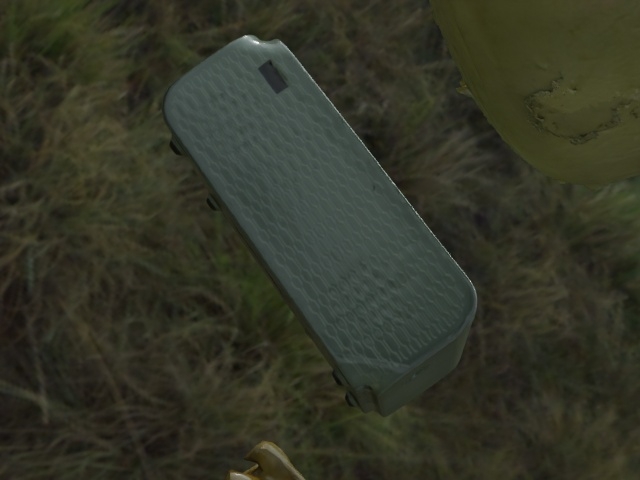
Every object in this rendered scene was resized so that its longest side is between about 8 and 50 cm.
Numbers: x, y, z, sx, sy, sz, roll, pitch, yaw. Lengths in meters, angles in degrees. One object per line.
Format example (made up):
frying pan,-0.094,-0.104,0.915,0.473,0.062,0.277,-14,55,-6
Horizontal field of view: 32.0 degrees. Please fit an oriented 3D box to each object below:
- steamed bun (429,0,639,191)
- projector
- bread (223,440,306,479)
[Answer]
steamed bun,0.179,-0.157,0.670,0.166,0.232,0.273,-65,134,-68
projector,0.000,0.000,0.805,0.108,0.198,0.250,-36,77,-4
bread,0.002,0.239,0.420,0.185,0.114,0.274,-40,77,-5
